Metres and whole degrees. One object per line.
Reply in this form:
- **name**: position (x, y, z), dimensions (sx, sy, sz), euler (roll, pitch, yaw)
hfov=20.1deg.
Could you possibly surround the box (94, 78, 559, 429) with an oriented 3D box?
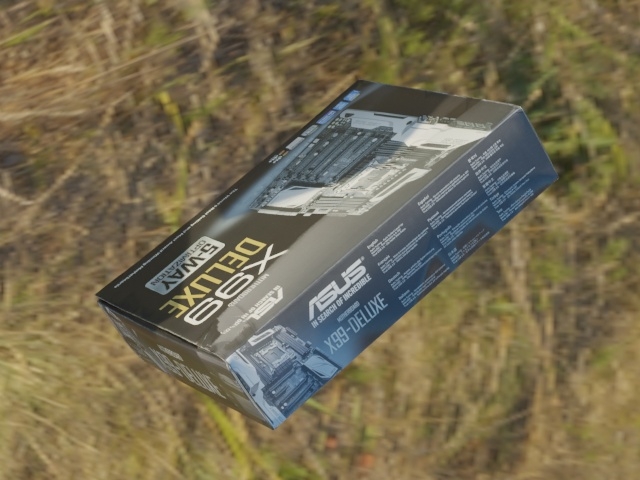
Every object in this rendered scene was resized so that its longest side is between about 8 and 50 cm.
- **box**: position (0.000, 0.000, 1.428), dimensions (0.307, 0.242, 0.076), euler (-40, 116, -17)
